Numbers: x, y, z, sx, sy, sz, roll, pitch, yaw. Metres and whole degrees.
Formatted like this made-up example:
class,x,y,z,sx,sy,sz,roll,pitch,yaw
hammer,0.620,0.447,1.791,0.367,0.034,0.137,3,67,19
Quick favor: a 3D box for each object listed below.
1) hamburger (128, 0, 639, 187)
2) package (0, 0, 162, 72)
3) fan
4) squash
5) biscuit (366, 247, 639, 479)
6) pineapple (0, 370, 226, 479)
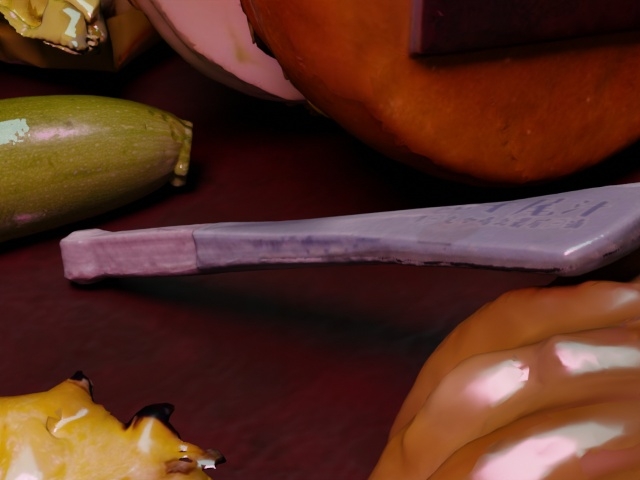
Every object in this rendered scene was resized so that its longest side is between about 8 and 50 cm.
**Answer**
class,x,y,z,sx,sy,sz,roll,pitch,yaw
hamburger,0.044,-0.175,0.732,0.291,0.291,0.225,-24,27,-25
package,-0.116,-0.148,0.896,0.168,0.090,0.226,13,34,35
fan,0.000,0.000,0.614,0.282,0.023,0.057,-2,24,47
squash,-0.150,-0.025,0.734,0.201,0.066,0.066,-9,31,-15
biscuit,0.162,0.075,0.470,0.325,0.107,0.326,-8,29,5
pineapple,-0.102,0.126,0.463,0.224,0.076,0.225,-7,34,5
